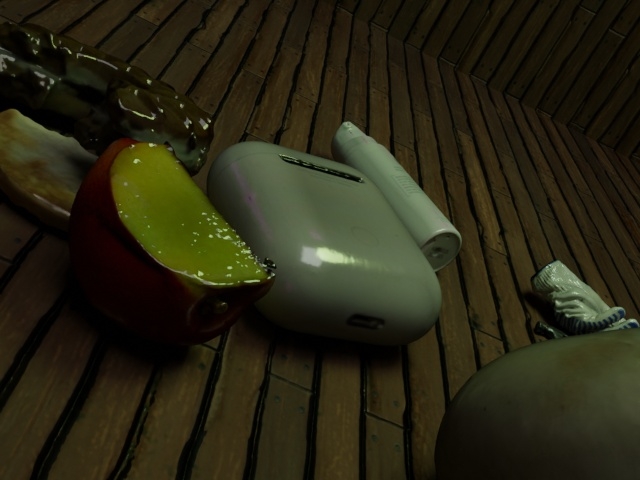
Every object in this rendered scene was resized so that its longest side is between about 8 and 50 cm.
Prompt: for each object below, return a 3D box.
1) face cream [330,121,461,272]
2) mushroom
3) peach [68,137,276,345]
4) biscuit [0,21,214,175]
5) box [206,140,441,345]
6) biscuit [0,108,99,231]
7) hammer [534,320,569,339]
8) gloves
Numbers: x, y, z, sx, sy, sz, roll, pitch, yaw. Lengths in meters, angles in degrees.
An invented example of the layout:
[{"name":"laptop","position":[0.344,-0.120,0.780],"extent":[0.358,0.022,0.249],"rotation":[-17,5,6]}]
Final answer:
[{"name":"face cream","position":[0.118,-0.085,1.535],"extent":[0.102,0.102,0.345],"rotation":[8,32,-37]},{"name":"mushroom","position":[0.302,0.244,0.893],"extent":[0.362,0.362,0.295],"rotation":[8,69,-37]},{"name":"peach","position":[-0.201,0.004,0.969],"extent":[0.267,0.159,0.154],"rotation":[51,32,17]},{"name":"biscuit","position":[-0.292,-0.190,1.234],"extent":[0.366,0.115,0.268],"rotation":[34,13,29]},{"name":"box","position":[0.001,-0.001,1.212],"extent":[0.288,0.141,0.349],"rotation":[12,31,-30]},{"name":"biscuit","position":[-0.306,-0.065,1.131],"extent":[0.308,0.040,0.205],"rotation":[26,25,-6]},{"name":"hammer","position":[0.397,0.201,1.388],"extent":[0.078,0.021,0.201],"rotation":[24,26,-11]},{"name":"gloves","position":[0.468,0.125,1.518],"extent":[0.229,0.097,0.119],"rotation":[37,31,27]}]
